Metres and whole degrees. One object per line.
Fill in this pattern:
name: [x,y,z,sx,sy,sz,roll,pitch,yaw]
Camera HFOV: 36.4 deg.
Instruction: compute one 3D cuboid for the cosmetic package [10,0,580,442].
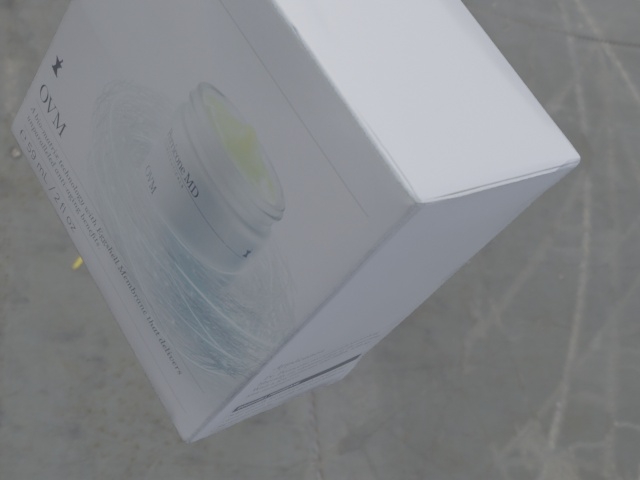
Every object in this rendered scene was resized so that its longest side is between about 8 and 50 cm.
cosmetic package: [-0.030,-0.053,0.523,0.138,0.225,0.224,-15,65,-46]
